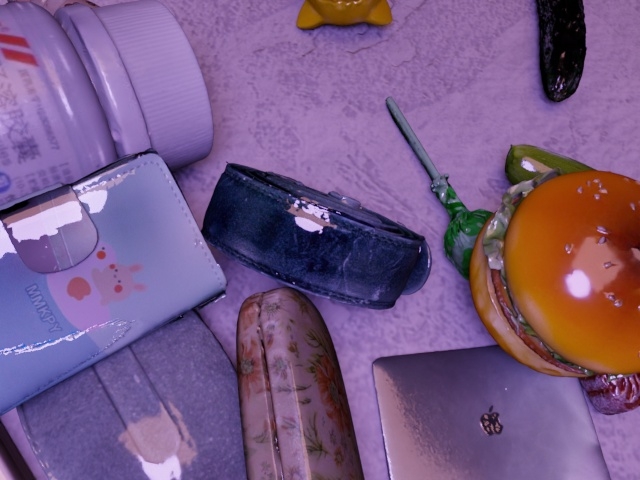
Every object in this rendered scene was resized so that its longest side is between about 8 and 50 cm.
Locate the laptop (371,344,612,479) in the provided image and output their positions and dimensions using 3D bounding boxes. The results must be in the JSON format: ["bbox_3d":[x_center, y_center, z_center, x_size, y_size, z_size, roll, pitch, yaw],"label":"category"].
[{"bbox_3d":[0.203,0.222,0.676,0.269,0.015,0.187,-4,68,-10],"label":"laptop"}]

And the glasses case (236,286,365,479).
[{"bbox_3d":[-0.006,0.247,0.518,0.098,0.156,0.425,-17,63,10],"label":"glasses case"}]

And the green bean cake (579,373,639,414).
[{"bbox_3d":[0.383,0.138,0.709,0.136,0.056,0.135,-16,73,-21],"label":"green bean cake"}]

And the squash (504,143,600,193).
[{"bbox_3d":[0.390,-0.054,0.784,0.293,0.082,0.082,24,66,4],"label":"squash"}]

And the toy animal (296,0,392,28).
[{"bbox_3d":[0.030,-0.441,0.874,0.156,0.156,0.229,-1,78,-9],"label":"toy animal"}]

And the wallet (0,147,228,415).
[{"bbox_3d":[-0.234,0.034,0.534,0.251,0.075,0.176,-29,103,-20],"label":"wallet"}]

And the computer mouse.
[{"bbox_3d":[-0.180,0.180,0.585,0.203,0.114,0.374,-34,75,-20],"label":"computer mouse"}]

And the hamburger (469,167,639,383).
[{"bbox_3d":[0.292,0.029,0.605,0.246,0.170,0.245,4,74,-14],"label":"hamburger"}]

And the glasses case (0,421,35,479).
[{"bbox_3d":[-0.427,0.185,0.567,0.144,0.076,0.336,-36,76,-20],"label":"glasses case"}]

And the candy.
[{"bbox_3d":[0.164,-0.082,0.777,0.097,0.097,0.323,-19,63,-15],"label":"candy"}]

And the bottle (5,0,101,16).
[{"bbox_3d":[-0.350,-0.300,0.774,0.152,0.099,0.099,31,66,4],"label":"bottle"}]

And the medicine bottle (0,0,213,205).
[{"bbox_3d":[-0.302,-0.139,0.632,0.306,0.245,0.245,-26,73,-26],"label":"medicine bottle"}]

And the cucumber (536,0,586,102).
[{"bbox_3d":[0.392,-0.350,0.915,0.081,0.072,0.303,8,67,-7],"label":"cucumber"}]

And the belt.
[{"bbox_3d":[0.000,0.000,0.639,0.268,0.206,0.116,21,99,-4],"label":"belt"}]
